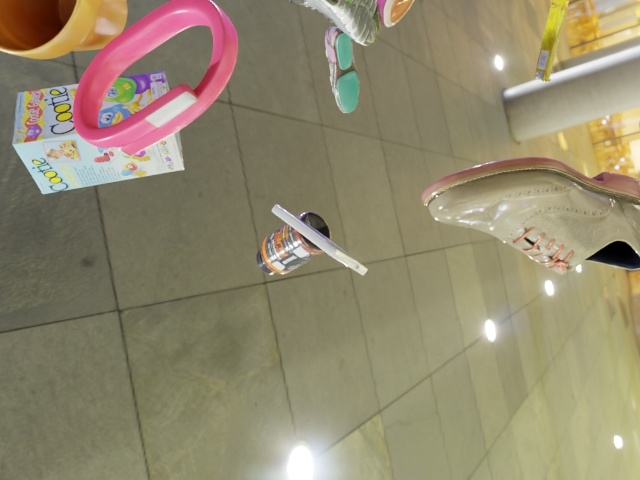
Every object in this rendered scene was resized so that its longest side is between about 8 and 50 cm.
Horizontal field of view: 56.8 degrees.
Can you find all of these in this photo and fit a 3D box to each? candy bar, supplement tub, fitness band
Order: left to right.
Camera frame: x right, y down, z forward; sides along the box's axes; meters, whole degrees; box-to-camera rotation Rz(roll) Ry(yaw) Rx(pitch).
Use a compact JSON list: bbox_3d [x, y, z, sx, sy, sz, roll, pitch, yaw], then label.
[{"bbox_3d":[-0.253,-0.247,0.891,0.054,0.290,0.209,37,34,-54],"label":"fitness band"},{"bbox_3d":[-0.072,0.015,1.411,0.106,0.197,0.106,22,54,-33],"label":"supplement tub"},{"bbox_3d":[0.444,-0.384,1.140,0.018,0.040,0.162,-12,121,-28],"label":"candy bar"}]

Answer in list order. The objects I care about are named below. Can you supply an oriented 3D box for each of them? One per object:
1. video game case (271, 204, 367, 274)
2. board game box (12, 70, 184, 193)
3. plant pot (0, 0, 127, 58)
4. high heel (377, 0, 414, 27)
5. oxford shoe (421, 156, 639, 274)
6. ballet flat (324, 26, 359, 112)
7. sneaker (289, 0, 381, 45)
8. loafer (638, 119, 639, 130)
[{"bbox_3d":[0.000,0.000,1.073,0.019,0.157,0.143,-54,149,2],"label":"video game case"},{"bbox_3d":[-0.419,-0.209,1.141,0.144,0.275,0.142,90,-13,-55],"label":"board game box"},{"bbox_3d":[-0.406,-0.379,0.919,0.188,0.205,0.205,-34,109,-76],"label":"plant pot"},{"bbox_3d":[0.150,-0.675,1.365,0.181,0.127,0.377,49,-20,18],"label":"high heel"},{"bbox_3d":[0.301,-0.024,0.783,0.347,0.123,0.130,2,69,-16],"label":"oxford shoe"},{"bbox_3d":[0.051,-0.441,1.521,0.076,0.079,0.222,-28,130,-20],"label":"ballet flat"},{"bbox_3d":[0.018,-0.451,1.117,0.228,0.132,0.086,24,89,-56],"label":"sneaker"},{"bbox_3d":[0.677,-0.229,1.219,0.125,0.045,0.039,50,12,-38],"label":"loafer"}]
